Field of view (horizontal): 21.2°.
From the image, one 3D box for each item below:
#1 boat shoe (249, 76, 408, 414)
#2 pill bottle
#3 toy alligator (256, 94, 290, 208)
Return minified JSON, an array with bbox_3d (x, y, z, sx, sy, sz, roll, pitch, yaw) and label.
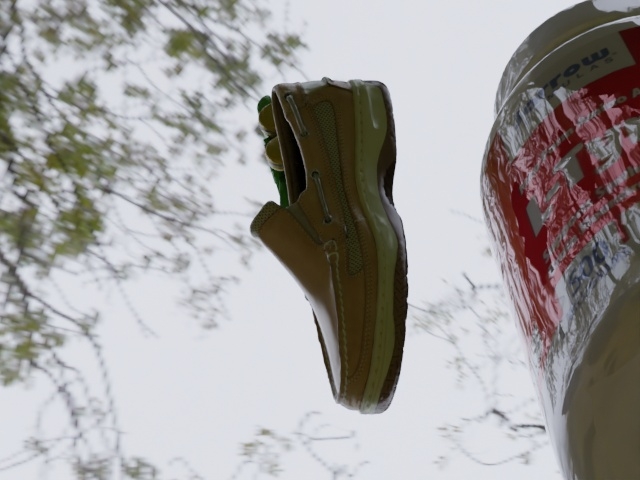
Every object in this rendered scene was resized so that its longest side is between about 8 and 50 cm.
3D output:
[{"bbox_3d":[0.000,0.000,0.845,0.072,0.068,0.190,5,-129,-13],"label":"boat shoe"},{"bbox_3d":[0.221,0.001,1.041,0.229,0.408,0.229,-2,-61,-3],"label":"pill bottle"},{"bbox_3d":[-0.006,-0.042,1.166,0.051,0.056,0.190,-15,-138,1],"label":"toy alligator"}]
